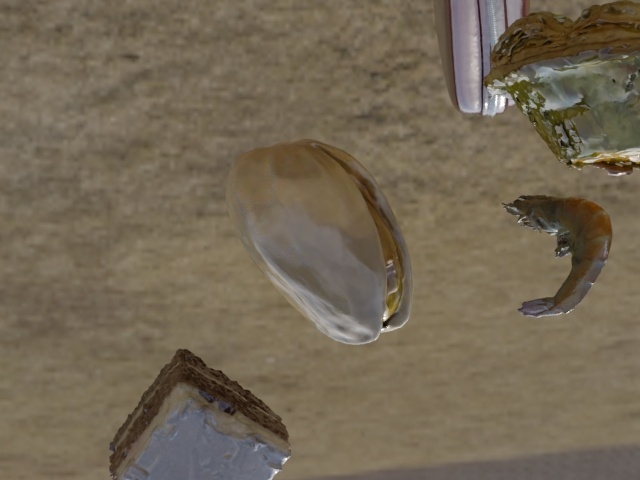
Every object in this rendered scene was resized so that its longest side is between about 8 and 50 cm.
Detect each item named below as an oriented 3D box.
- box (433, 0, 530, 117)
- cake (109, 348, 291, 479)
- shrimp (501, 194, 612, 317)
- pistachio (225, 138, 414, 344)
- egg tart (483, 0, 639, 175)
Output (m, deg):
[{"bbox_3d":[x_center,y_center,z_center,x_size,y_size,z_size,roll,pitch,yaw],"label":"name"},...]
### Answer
[{"bbox_3d":[0.190,-0.329,1.636,0.108,0.263,0.404,-8,151,4],"label":"box"},{"bbox_3d":[-0.112,0.195,1.247,0.135,0.134,0.147,34,-171,-12],"label":"cake"},{"bbox_3d":[0.142,0.008,0.870,0.023,0.083,0.114,21,-177,-30],"label":"shrimp"},{"bbox_3d":[0.000,0.000,1.335,0.157,0.229,0.157,-36,173,-5],"label":"pistachio"},{"bbox_3d":[0.205,-0.087,0.831,0.213,0.090,0.212,2,179,0],"label":"egg tart"}]
